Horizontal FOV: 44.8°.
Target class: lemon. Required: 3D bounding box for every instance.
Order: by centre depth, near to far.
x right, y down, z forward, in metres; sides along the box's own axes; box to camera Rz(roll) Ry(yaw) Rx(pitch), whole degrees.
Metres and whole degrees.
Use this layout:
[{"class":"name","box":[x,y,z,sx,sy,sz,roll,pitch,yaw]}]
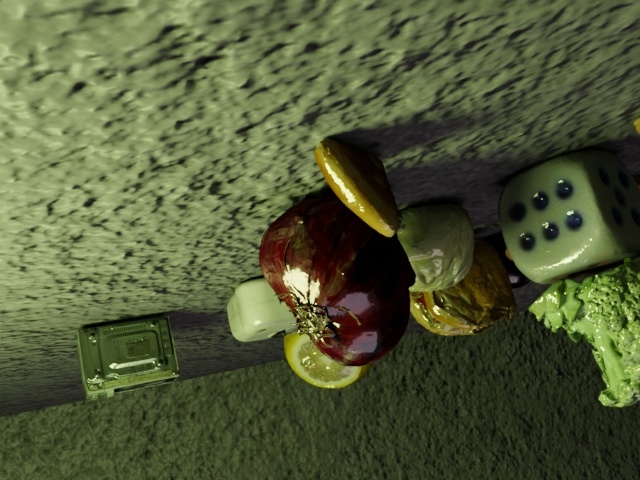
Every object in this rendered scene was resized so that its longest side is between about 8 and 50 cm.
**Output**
[{"class":"lemon","box":[0.032,0.235,1.965,0.240,0.240,0.219,-20,-155,24]}]

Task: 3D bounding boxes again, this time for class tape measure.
[{"class":"tape measure","box":[-0.066,0.147,1.734,0.258,0.130,0.265,-11,166,-21]}]

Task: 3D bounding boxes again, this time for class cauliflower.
[{"class":"cauliflower","box":[0.478,0.126,1.295,0.250,0.275,0.272,18,-145,24]}]

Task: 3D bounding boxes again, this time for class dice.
[{"class":"dice","box":[0.440,-0.038,1.352,0.192,0.194,0.193,-3,164,-42]}]

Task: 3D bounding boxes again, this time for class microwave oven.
[{"class":"microwave oven","box":[-0.435,0.260,1.749,0.205,0.163,0.129,-9,166,-21]}]

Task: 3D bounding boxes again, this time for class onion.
[{"class":"onion","box":[0.037,0.060,1.199,0.281,0.281,0.221,-1,165,-42]}]

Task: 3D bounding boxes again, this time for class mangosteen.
[{"class":"mangosteen","box":[0.453,0.040,1.819,0.137,0.137,0.151,-3,147,-37]}]

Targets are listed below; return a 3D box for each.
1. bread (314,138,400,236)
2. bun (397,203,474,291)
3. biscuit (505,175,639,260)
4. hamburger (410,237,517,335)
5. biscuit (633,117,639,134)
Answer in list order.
[{"class":"bread","box":[0.060,-0.061,1.022,0.054,0.136,0.154,-40,159,24]},{"class":"bun","box":[0.194,0.024,1.458,0.244,0.153,0.244,-17,165,-5]},{"class":"biscuit","box":[0.562,-0.042,1.663,0.205,0.049,0.324,14,139,-41]},{"class":"hamburger","box":[0.297,0.104,1.701,0.244,0.244,0.163,-6,154,-29]},{"class":"biscuit","box":[0.596,-0.208,1.154,0.249,0.035,0.184,-19,164,25]}]
